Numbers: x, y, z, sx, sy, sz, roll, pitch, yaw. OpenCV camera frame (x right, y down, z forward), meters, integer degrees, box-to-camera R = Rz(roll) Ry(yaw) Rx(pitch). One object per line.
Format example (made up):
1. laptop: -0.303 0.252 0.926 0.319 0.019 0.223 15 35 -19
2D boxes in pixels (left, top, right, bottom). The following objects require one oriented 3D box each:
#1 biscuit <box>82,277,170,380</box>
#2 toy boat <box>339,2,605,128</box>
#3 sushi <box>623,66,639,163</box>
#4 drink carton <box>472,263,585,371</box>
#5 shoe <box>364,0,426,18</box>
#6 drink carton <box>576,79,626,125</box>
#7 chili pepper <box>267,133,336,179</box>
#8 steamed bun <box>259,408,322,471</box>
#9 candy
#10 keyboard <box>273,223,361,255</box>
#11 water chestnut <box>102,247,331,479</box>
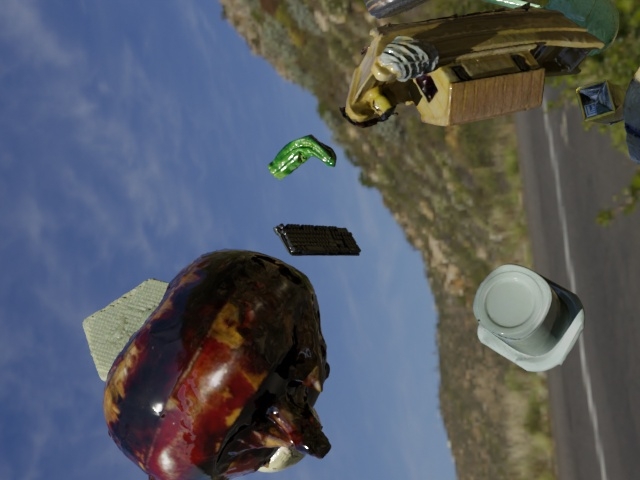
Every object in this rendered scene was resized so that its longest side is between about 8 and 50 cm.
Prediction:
1. biscuit: -0.361 0.166 1.865 0.052 0.252 0.150 41 -159 -58
2. toy boat: 0.236 -0.251 1.329 0.162 0.445 0.136 60 146 20
3. sushi: 0.601 -0.211 1.649 0.134 0.109 0.273 48 -178 26
4. drink carton: 0.402 0.137 1.796 0.185 0.191 0.189 -54 -31 -4
5. shoe: 0.223 -0.634 1.900 0.171 0.384 0.237 -28 -83 -47
6. drink carton: 0.554 -0.265 1.770 0.200 0.074 0.084 -6 -101 -60
7. chili pepper: -0.034 -0.173 1.871 0.050 0.182 0.073 25 -113 -36
8. steamed bun: -0.079 0.362 1.856 0.170 0.152 0.239 50 -163 15
9. candy: 0.313 -0.431 1.635 0.119 0.440 0.119 -50 -27 -38
10. keyboard: 0.001 -0.001 1.821 0.231 0.023 0.072 2 -130 -53
11. water chestnut: -0.096 0.166 1.079 0.300 0.300 0.300 -5 -90 -77
